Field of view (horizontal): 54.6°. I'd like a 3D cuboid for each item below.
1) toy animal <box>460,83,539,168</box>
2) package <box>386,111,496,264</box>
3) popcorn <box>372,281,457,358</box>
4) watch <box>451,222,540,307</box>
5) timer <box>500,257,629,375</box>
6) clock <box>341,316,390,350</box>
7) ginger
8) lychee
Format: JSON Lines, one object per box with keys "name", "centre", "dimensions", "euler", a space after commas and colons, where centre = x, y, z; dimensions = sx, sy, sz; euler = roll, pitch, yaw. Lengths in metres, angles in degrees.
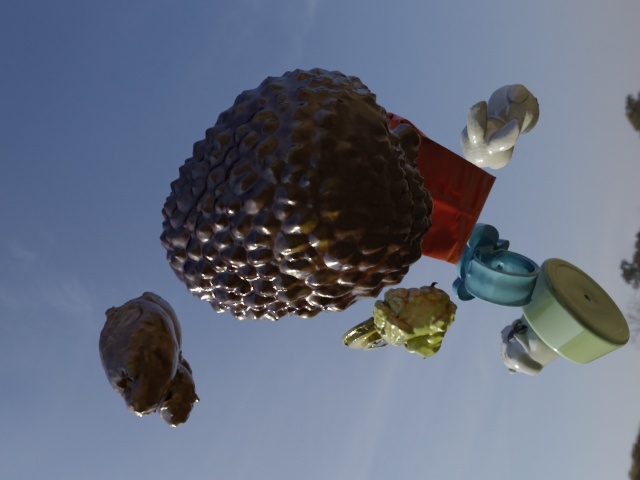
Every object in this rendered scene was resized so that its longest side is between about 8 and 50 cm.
{"name": "toy animal", "centre": [0.403, -0.260, 1.390], "dimensions": [0.193, 0.127, 0.178], "euler": [-43, -17, -27]}
{"name": "package", "centre": [0.168, -0.079, 1.077], "dimensions": [0.423, 0.123, 0.196], "euler": [17, -79, -50]}
{"name": "popcorn", "centre": [0.193, 0.151, 1.252], "dimensions": [0.173, 0.173, 0.142], "euler": [48, -131, -46]}
{"name": "watch", "centre": [0.440, 0.079, 1.521], "dimensions": [0.211, 0.193, 0.211], "euler": [-15, -59, -27]}
{"name": "timer", "centre": [0.623, 0.251, 1.712], "dimensions": [0.291, 0.315, 0.291], "euler": [27, -146, -20]}
{"name": "clock", "centre": [0.171, 0.249, 1.665], "dimensions": [0.237, 0.237, 0.057], "euler": [14, -131, -56]}
{"name": "ginger", "centre": [-0.364, 0.256, 1.325], "dimensions": [0.357, 0.152, 0.274], "euler": [-161, 51, -81]}
{"name": "lychee", "centre": [-0.021, -0.037, 0.598], "dimensions": [0.271, 0.236, 0.236], "euler": [-34, -49, -1]}
